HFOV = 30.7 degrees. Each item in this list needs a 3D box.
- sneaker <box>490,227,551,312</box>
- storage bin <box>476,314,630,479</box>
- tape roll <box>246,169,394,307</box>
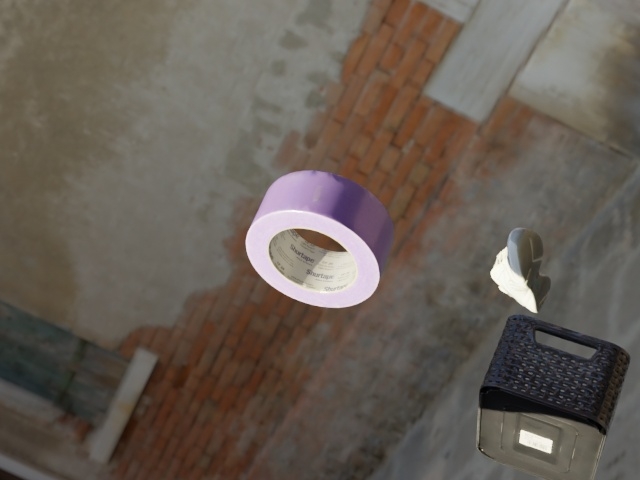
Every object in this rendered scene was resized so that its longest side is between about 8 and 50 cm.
[{"bbox_3d":[0.220,0.032,1.319,0.053,0.061,0.152,-58,-28,-21],"label":"sneaker"},{"bbox_3d":[0.225,0.163,1.149,0.180,0.122,0.084,81,-149,-57],"label":"storage bin"},{"bbox_3d":[0.000,0.000,1.577,0.189,0.189,0.080,-58,8,51],"label":"tape roll"}]
